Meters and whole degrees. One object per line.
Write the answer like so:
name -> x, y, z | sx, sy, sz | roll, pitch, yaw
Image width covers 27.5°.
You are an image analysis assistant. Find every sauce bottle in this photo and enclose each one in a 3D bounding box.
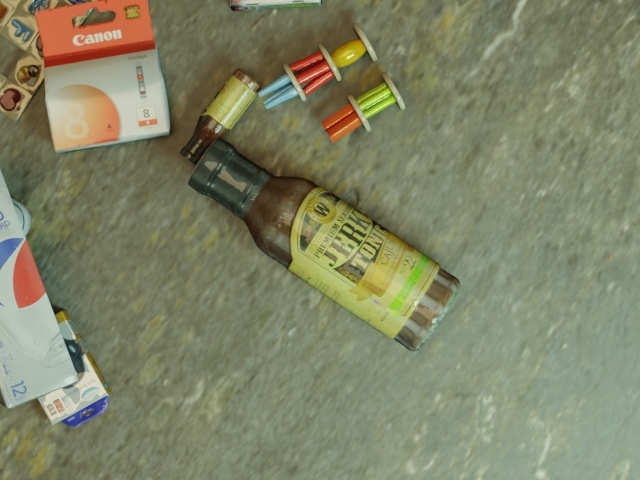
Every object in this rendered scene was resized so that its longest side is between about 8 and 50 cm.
sauce bottle -> -0.125, -0.150, 1.600 | 0.042, 0.042, 0.128 | 39, 90, 1
sauce bottle -> 0.000, 0.000, 1.565 | 0.344, 0.111, 0.111 | 32, 92, 0

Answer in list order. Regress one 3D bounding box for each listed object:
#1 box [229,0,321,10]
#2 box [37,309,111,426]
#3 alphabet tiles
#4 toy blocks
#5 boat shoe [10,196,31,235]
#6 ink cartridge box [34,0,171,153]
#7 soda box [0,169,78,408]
box -> -0.060, -0.389, 1.595 | 0.114, 0.036, 0.207 | -2, 91, 2
box -> -0.321, 0.164, 1.622 | 0.081, 0.028, 0.136 | -29, 88, 2
alphabet tiles -> -0.393, -0.300, 1.623 | 0.198, 0.009, 0.237 | 35, 92, 1
toy blocks -> 0.011, -0.175, 1.589 | 0.148, 0.054, 0.123 | -30, 90, 2
boat shoe -> -0.473, -0.025, 1.597 | 0.226, 0.076, 0.083 | 3, 92, 2
ink cartridge box -> -0.267, -0.206, 1.598 | 0.145, 0.045, 0.179 | -10, 95, -2
soda box -> -0.382, 0.048, 1.537 | 0.091, 0.098, 0.286 | -21, 95, -21
